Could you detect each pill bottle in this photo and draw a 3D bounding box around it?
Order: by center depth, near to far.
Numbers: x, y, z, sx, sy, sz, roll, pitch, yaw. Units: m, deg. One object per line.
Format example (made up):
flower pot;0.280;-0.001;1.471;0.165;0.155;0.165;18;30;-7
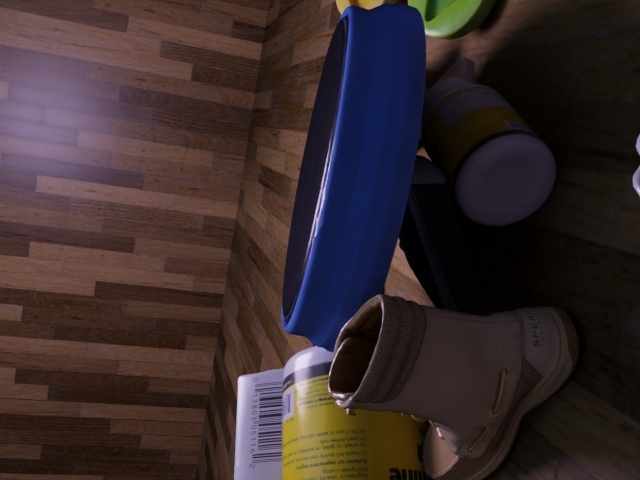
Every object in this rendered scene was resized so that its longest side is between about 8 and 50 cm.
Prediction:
pill bottle;0.168;-0.105;0.703;0.184;0.103;0.103;-105;27;-53
pill bottle;0.048;0.305;0.781;0.188;0.187;0.334;124;149;-57

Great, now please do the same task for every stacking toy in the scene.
stacking toy;0.151;-0.270;0.927;0.279;0.130;0.309;10;95;48

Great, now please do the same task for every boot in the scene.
boot;0.099;0.154;0.640;0.095;0.203;0.262;-100;24;-44

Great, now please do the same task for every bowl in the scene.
bowl;0.023;-0.073;0.748;0.391;0.077;0.392;-169;90;-83

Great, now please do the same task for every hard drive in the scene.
hard drive;0.117;-0.019;0.756;0.255;0.054;0.172;-99;-11;-78

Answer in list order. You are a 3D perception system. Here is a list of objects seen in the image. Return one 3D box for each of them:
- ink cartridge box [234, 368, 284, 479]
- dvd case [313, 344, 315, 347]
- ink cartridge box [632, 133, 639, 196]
ink cartridge box;-0.018;0.402;0.993;0.385;0.091;0.308;55;-152;-56
dvd case;0.042;0.093;1.134;0.221;0.018;0.165;-29;58;58
ink cartridge box;0.267;-0.063;0.083;0.279;0.160;0.385;-97;22;-44
